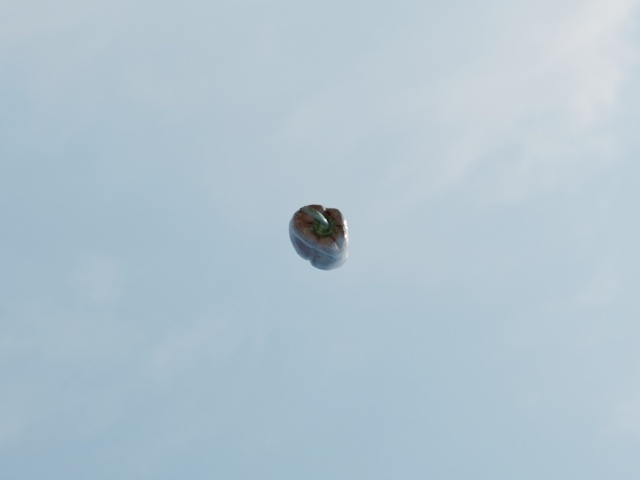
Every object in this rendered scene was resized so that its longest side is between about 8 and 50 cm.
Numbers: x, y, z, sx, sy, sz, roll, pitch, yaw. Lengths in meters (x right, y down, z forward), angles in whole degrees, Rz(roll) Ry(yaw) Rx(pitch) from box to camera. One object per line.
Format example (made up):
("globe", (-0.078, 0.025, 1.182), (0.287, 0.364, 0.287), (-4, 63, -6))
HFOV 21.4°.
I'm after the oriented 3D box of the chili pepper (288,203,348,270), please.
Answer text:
("chili pepper", (-0.001, 0.001, 1.356), (0.041, 0.153, 0.050), (-31, -100, -8))
